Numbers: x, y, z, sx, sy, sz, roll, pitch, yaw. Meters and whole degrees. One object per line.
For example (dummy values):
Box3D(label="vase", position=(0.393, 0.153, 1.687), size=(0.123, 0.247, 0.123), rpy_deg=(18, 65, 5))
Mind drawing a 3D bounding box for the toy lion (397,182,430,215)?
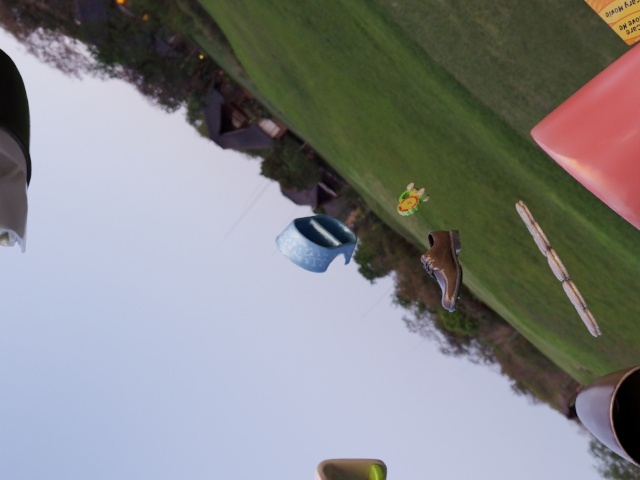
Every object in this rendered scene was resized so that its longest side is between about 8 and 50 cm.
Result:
Box3D(label="toy lion", position=(0.258, -0.114, 1.595), size=(0.034, 0.096, 0.100), rpy_deg=(49, 178, -29))

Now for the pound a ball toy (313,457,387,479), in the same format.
Box3D(label="pound a ball toy", position=(0.039, 0.413, 0.646), size=(0.135, 0.319, 0.208), rpy_deg=(6, -169, -19))

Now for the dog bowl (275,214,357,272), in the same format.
Box3D(label="dog bowl", position=(0.000, 0.000, 1.548), size=(0.166, 0.074, 0.297), rpy_deg=(41, -156, 19))

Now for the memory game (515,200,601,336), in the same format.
Box3D(label="memory game", position=(0.288, 0.032, 0.676), size=(0.186, 0.012, 0.186), rpy_deg=(51, -161, -25))

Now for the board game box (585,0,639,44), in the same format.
Box3D(label="board game box", position=(0.515, -0.581, 0.750), size=(0.356, 0.356, 0.356), rpy_deg=(43, 162, -3))

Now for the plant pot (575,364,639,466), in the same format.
Box3D(label="plant pot", position=(0.672, 0.376, 1.215), size=(0.215, 0.215, 0.230), rpy_deg=(41, 169, 4))

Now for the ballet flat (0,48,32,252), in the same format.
Box3D(label="ballet flat", position=(-0.248, 0.007, 0.366), size=(0.096, 0.281, 0.095), rpy_deg=(22, -179, 31))

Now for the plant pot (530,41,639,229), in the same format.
Box3D(label="plant pot", position=(0.506, -0.171, 0.840), size=(0.275, 0.243, 0.275), rpy_deg=(30, -154, -17))

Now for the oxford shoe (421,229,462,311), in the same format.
Box3D(label="oxford shoe", position=(0.289, 0.072, 1.331), size=(0.096, 0.083, 0.227), rpy_deg=(3, -131, 2))
